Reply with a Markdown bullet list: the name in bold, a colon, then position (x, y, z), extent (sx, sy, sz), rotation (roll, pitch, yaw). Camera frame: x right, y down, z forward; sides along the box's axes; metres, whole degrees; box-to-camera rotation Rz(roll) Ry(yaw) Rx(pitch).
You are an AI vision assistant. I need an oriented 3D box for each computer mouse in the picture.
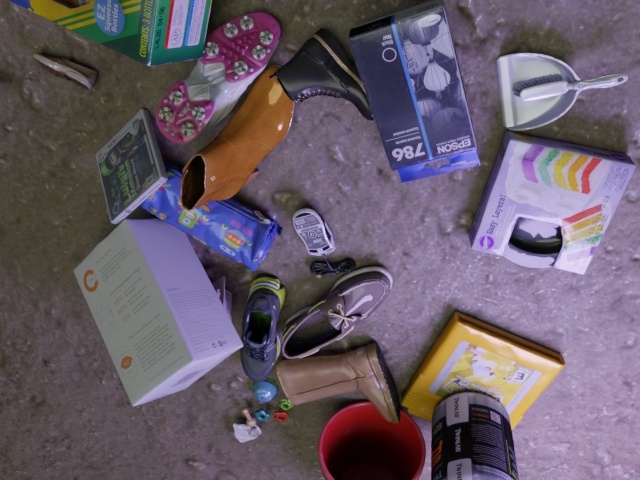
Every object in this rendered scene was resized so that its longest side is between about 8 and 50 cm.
- **computer mouse**: position (0.000, 0.000, 1.297), extent (0.106, 0.042, 0.193), rotation (-12, 121, 21)

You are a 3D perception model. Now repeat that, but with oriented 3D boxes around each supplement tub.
- **supplement tub**: position (0.349, 0.521, 1.307), extent (0.193, 0.316, 0.194), rotation (5, 120, 8)

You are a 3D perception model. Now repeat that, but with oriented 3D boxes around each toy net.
- **toy net**: position (-0.162, 0.482, 1.585), extent (0.122, 0.045, 0.232), rotation (26, 121, -6)

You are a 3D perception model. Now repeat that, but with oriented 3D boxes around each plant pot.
- **plant pot**: position (0.132, 0.601, 1.485), extent (0.274, 0.275, 0.243), rotation (3, 128, 8)

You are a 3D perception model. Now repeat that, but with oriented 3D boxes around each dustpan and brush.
- **dustpan and brush**: position (0.441, -0.283, 1.052), extent (0.211, 0.060, 0.147), rotation (-8, 116, 15)

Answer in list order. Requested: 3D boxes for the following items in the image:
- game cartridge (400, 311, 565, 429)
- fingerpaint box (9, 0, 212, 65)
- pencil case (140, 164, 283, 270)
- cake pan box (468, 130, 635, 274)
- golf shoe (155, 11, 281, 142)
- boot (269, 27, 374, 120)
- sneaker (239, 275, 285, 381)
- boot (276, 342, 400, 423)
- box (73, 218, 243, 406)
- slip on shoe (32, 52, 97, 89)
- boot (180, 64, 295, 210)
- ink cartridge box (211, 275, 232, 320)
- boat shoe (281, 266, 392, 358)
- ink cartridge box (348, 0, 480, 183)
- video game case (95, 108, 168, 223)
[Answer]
- **game cartridge**: position (0.386, 0.354, 1.412), extent (0.285, 0.053, 0.324), rotation (22, 119, -2)
- **fingerpaint box**: position (-0.346, -0.568, 0.928), extent (0.371, 0.163, 0.445), rotation (28, 121, 14)
- **pencil case**: position (-0.237, -0.054, 1.263), extent (0.306, 0.119, 0.133), rotation (30, 121, -6)
- **cake pan box**: position (0.455, -0.070, 1.162), extent (0.245, 0.070, 0.267), rotation (15, 121, 4)
- **golf shoe**: position (-0.195, -0.317, 1.128), extent (0.306, 0.140, 0.115), rotation (-44, 91, 4)
- **boot**: position (0.011, -0.281, 1.096), extent (0.137, 0.077, 0.198), rotation (-40, 94, -2)
- **sneaker**: position (-0.156, 0.237, 1.404), extent (0.111, 0.121, 0.300), rotation (9, 119, 6)
- **boot**: position (0.051, 0.382, 1.471), extent (0.269, 0.089, 0.236), rotation (-17, 101, 17)
- **box**: position (-0.366, 0.151, 1.281), extent (0.215, 0.168, 0.345), rotation (-37, 74, 25)
- **slip on shoe**: position (-0.532, -0.363, 1.196), extent (0.135, 0.051, 0.041), rotation (26, 80, 5)
- **boot**: position (-0.163, -0.193, 1.115), extent (0.104, 0.211, 0.295), rotation (35, 122, 12)
- **ink cartridge box**: position (-0.277, 0.186, 1.395), extent (0.198, 0.115, 0.067), rotation (-37, 128, 26)
- **boat shoe**: position (0.034, 0.177, 1.352), extent (0.324, 0.097, 0.117), rotation (-34, 108, 24)
- **ink cartridge box**: position (0.178, -0.240, 1.026), extent (0.165, 0.065, 0.333), rotation (-13, 125, 18)
- **video game case**: position (-0.407, -0.158, 1.221), extent (0.173, 0.190, 0.022), rotation (-35, 152, 25)
